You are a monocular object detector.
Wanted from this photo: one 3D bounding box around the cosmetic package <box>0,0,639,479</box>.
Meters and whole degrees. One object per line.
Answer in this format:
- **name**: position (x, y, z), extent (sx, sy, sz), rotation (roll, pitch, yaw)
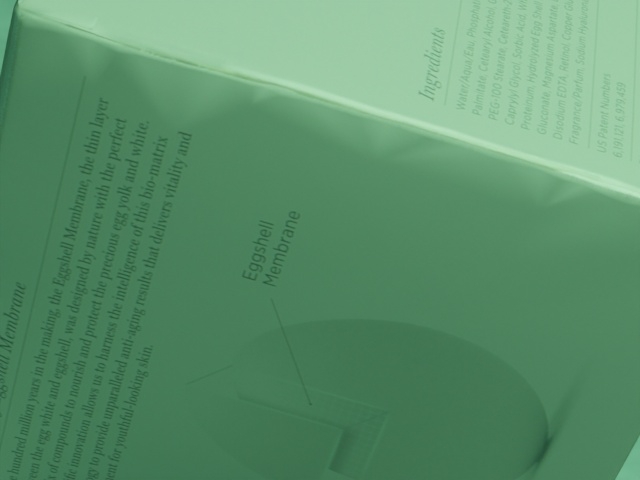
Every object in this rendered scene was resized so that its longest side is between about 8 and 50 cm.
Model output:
- **cosmetic package**: position (0.000, 0.000, 0.686), extent (0.225, 0.224, 0.138), rotation (16, 42, -5)
